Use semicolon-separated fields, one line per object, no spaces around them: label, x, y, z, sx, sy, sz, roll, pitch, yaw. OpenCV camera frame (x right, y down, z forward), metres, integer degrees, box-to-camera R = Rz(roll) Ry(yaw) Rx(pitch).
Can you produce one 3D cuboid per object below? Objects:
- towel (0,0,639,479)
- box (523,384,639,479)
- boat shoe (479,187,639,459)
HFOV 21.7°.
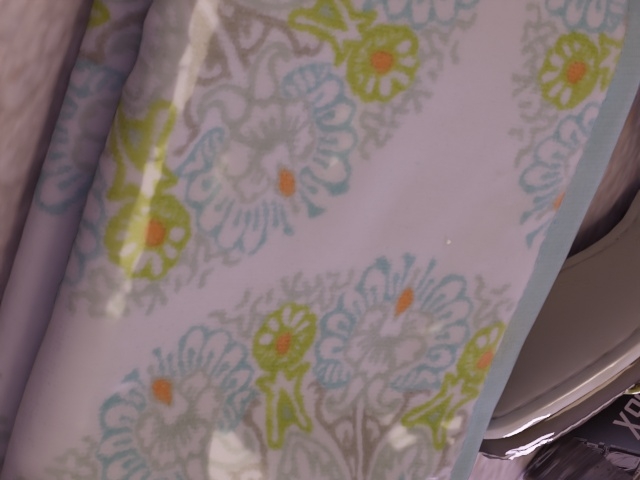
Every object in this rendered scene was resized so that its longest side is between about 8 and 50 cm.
towel;0.000;0.000;0.875;0.320;0.090;0.374;5;110;-43
box;0.306;0.169;1.281;0.242;0.076;0.307;-50;138;-7
boat shoe;0.203;0.048;1.087;0.305;0.109;0.091;-39;131;-24
